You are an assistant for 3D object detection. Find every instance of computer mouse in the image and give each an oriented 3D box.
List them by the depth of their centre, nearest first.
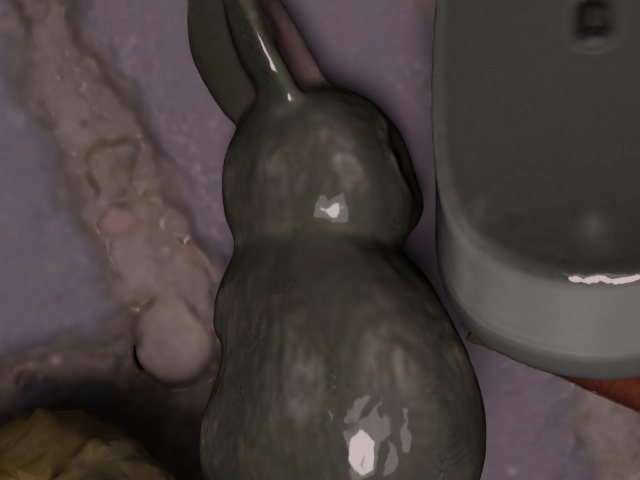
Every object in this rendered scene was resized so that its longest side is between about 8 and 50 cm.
[{"bbox_3d":[0.105,-0.058,0.418,0.128,0.079,0.230,3,68,13],"label":"computer mouse"}]

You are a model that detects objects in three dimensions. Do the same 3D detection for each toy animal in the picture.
[{"bbox_3d":[0.008,0.005,0.440,0.108,0.138,0.236,2,88,-30],"label":"toy animal"}]

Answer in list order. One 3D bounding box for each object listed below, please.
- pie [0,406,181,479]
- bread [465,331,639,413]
[{"bbox_3d":[-0.096,0.229,0.454,0.315,0.092,0.315,7,103,29],"label":"pie"},{"bbox_3d":[0.176,0.034,0.463,0.192,0.067,0.119,25,105,-3],"label":"bread"}]
